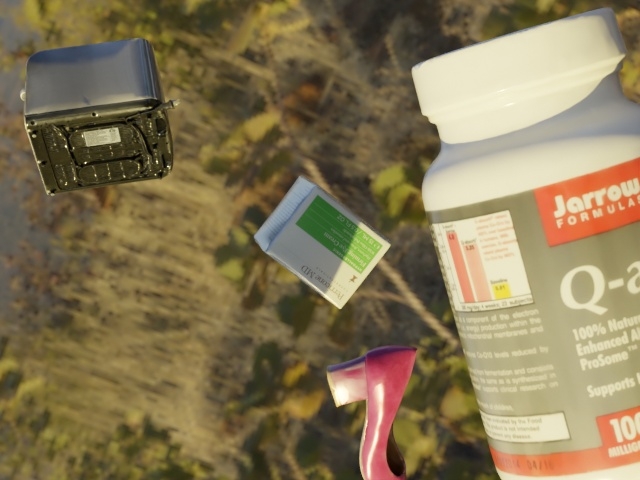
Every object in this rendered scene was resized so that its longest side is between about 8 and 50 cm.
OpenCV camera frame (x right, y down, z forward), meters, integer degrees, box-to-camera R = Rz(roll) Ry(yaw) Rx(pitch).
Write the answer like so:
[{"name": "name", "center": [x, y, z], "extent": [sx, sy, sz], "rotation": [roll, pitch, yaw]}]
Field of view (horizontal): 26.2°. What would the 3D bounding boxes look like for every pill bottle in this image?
[{"name": "pill bottle", "center": [0.202, 0.009, 1.132], "extent": [0.210, 0.210, 0.363], "rotation": [-5, 102, 69]}]

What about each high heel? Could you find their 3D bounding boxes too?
[{"name": "high heel", "center": [0.101, 0.240, 1.746], "extent": [0.117, 0.244, 0.082], "rotation": [-15, 20, 14]}]

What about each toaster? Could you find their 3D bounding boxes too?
[{"name": "toaster", "center": [-0.257, -0.145, 1.638], "extent": [0.168, 0.185, 0.110], "rotation": [90, 170, -62]}]

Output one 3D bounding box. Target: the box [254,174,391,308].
[{"name": "box", "center": [0.000, 0.000, 1.400], "extent": [0.087, 0.101, 0.102], "rotation": [-52, 12, 2]}]
